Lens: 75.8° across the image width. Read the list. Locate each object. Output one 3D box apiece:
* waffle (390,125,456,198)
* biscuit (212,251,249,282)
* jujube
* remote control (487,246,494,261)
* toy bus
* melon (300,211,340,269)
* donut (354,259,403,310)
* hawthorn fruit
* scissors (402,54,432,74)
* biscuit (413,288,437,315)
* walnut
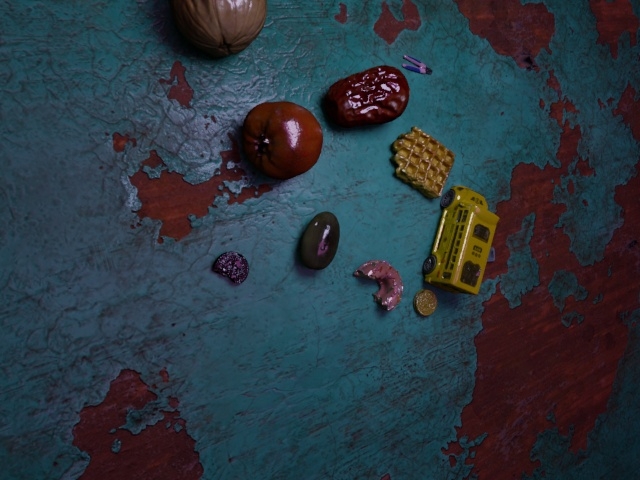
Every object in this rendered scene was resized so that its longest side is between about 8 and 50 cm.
[{"bbox_3d":[0.301,-0.242,1.253,0.210,0.055,0.161,26,78,-22],"label":"waffle"},{"bbox_3d":[-0.224,0.070,1.032,0.089,0.027,0.087,-20,97,-24],"label":"biscuit"},{"bbox_3d":[0.129,-0.389,1.131,0.230,0.155,0.155,-20,98,-17],"label":"jujube"},{"bbox_3d":[0.534,0.048,1.377,0.124,0.018,0.053,-1,89,-24],"label":"remote control"},{"bbox_3d":[0.440,-0.006,1.263,0.144,0.152,0.330,21,81,-21],"label":"toy bus"},{"bbox_3d":[0.000,0.000,1.096,0.099,0.099,0.162,19,80,-23],"label":"melon"},{"bbox_3d":[0.187,0.119,1.196,0.117,0.065,0.166,-44,108,-17],"label":"donut"},{"bbox_3d":[-0.077,-0.253,1.035,0.225,0.196,0.197,-24,100,-48],"label":"hawthorn fruit"},{"bbox_3d":[0.304,-0.542,1.280,0.113,0.012,0.039,9,86,-24],"label":"scissors"},{"bbox_3d":[0.327,0.193,1.280,0.084,0.023,0.084,0,90,-24],"label":"biscuit"},{"bbox_3d":[-0.233,-0.547,0.938,0.227,0.228,0.228,0,90,-24],"label":"walnut"}]
